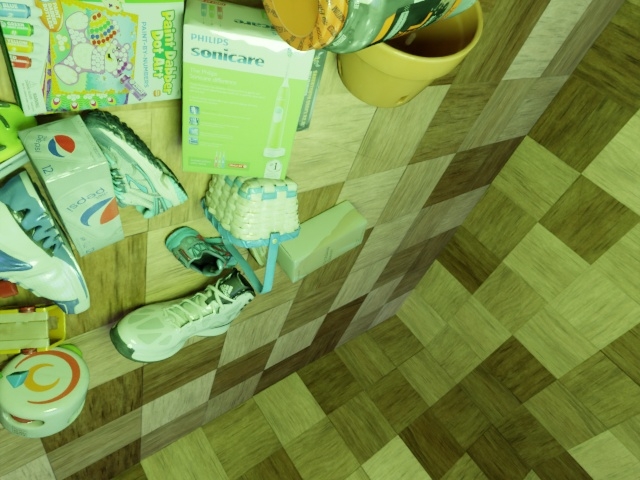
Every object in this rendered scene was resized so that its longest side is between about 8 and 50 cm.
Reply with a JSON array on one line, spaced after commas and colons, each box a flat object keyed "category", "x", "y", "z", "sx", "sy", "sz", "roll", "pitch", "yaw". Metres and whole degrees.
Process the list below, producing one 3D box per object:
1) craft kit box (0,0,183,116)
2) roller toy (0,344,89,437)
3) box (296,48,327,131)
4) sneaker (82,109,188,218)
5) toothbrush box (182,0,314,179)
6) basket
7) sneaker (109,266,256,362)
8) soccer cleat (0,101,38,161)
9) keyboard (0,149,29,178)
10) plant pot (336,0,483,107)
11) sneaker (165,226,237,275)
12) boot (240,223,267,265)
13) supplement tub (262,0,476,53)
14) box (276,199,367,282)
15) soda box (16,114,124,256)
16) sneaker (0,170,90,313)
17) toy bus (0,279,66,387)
[{"category": "craft kit box", "x": -0.326, "y": -0.316, "z": 0.620, "sx": 0.246, "sy": 0.061, "sz": 0.250, "roll": -25, "pitch": 150, "yaw": -35}, {"category": "roller toy", "x": -0.690, "y": 0.378, "z": 1.053, "sx": 0.209, "sy": 0.191, "sz": 0.146, "roll": -13, "pitch": 144, "yaw": -45}, {"category": "box", "x": -0.087, "y": -0.333, "z": 0.912, "sx": 0.183, "sy": 0.056, "sz": 0.231, "roll": -23, "pitch": 149, "yaw": -32}, {"category": "sneaker", "x": -0.363, "y": -0.122, "z": 0.807, "sx": 0.122, "sy": 0.110, "sz": 0.283, "roll": -38, "pitch": 154, "yaw": -6}, {"category": "toothbrush box", "x": -0.146, "y": -0.263, "z": 0.783, "sx": 0.206, "sy": 0.122, "sz": 0.283, "roll": 2, "pitch": 139, "yaw": -16}, {"category": "basket", "x": -0.167, "y": -0.047, "z": 1.030, "sx": 0.201, "sy": 0.255, "sz": 0.289, "roll": -8, "pitch": 130, "yaw": -38}, {"category": "sneaker", "x": -0.357, "y": 0.178, "z": 1.214, "sx": 0.257, "sy": 0.169, "sz": 0.447, "roll": -46, "pitch": 163, "yaw": 21}, {"category": "soccer cleat", "x": -0.543, "y": -0.102, "z": 0.597, "sx": 0.121, "sy": 0.093, "sz": 0.289, "roll": -21, "pitch": -155, "yaw": 54}, {"category": "keyboard", "x": -0.506, "y": -0.118, "z": 0.679, "sx": 0.256, "sy": 0.014, "sz": 0.072, "roll": -37, "pitch": -163, "yaw": -9}, {"category": "plant pot", "x": 0.153, "y": -0.422, "z": 0.887, "sx": 0.290, "sy": 0.291, "sz": 0.203, "roll": -30, "pitch": 170, "yaw": -21}, {"category": "sneaker", "x": -0.303, "y": 0.057, "z": 1.153, "sx": 0.104, "sy": 0.125, "sz": 0.262, "roll": -46, "pitch": 154, "yaw": 11}, {"category": "boot", "x": -0.155, "y": -0.020, "z": 1.293, "sx": 0.165, "sy": 0.077, "sz": 0.213, "roll": -37, "pitch": 151, "yaw": -13}, {"category": "supplement tub", "x": 0.089, "y": -0.411, "z": 0.633, "sx": 0.338, "sy": 0.207, "sz": 0.207, "roll": -30, "pitch": 152, "yaw": -26}, {"category": "box", "x": 0.000, "y": 0.000, "z": 1.481, "sx": 0.311, "sy": 0.121, "sz": 0.148, "roll": -30, "pitch": 153, "yaw": -22}, {"category": "soda box", "x": -0.415, "y": -0.078, "z": 0.733, "sx": 0.091, "sy": 0.098, "sz": 0.286, "roll": -29, "pitch": 168, "yaw": -29}, {"category": "sneaker", "x": -0.564, "y": 0.028, "z": 0.776, "sx": 0.182, "sy": 0.127, "sz": 0.316, "roll": -24, "pitch": 143, "yaw": -24}, {"category": "toy bus", "x": -0.651, "y": 0.185, "z": 0.896, "sx": 0.191, "sy": 0.202, "sz": 0.104, "roll": -46, "pitch": -175, "yaw": -4}]
